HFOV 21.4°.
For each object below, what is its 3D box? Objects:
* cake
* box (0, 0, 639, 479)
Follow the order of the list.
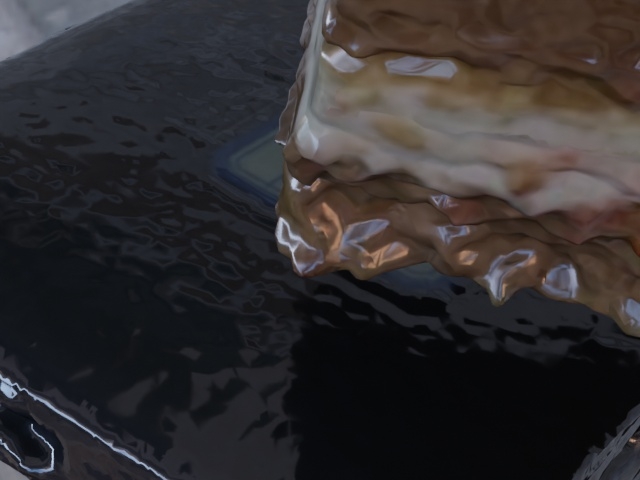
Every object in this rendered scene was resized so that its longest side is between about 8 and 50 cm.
[{"bbox_3d":[0.129,-0.135,0.482,0.256,0.282,0.290,8,147,0],"label":"cake"},{"bbox_3d":[0.000,0.000,0.717,0.350,0.359,0.091,27,129,25],"label":"box"}]
